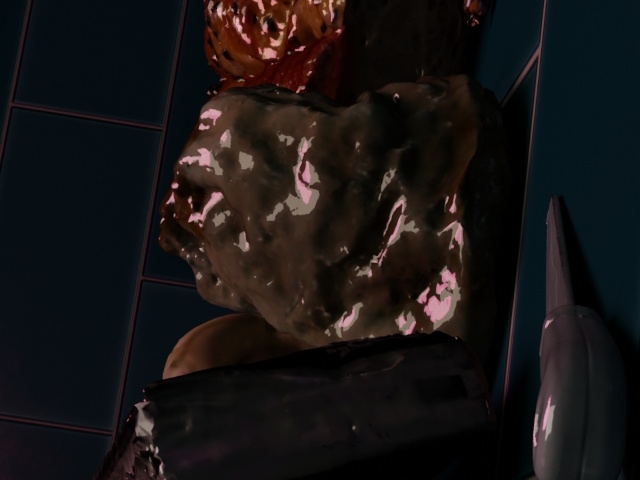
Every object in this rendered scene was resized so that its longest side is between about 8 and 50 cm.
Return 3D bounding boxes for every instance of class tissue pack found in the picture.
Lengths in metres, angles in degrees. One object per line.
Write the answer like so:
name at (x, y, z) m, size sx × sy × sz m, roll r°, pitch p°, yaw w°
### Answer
tissue pack at (-0.032, 0.170, 1.196) m, size 0.332 × 0.245 × 0.123 m, roll 125°, pitch 132°, yaw -65°

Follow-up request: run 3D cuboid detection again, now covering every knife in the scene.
knife at (0.137, 0.054, 0.941) m, size 0.331 × 0.044 × 0.080 m, roll -75°, pitch -12°, yaw -72°

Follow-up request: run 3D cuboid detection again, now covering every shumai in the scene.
shumai at (0.000, 0.000, 1.331) m, size 0.304 × 0.263 × 0.309 m, roll -84°, pitch 4°, yaw -51°

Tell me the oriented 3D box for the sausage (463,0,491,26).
sausage at (0.151, -0.285, 1.473) m, size 0.025 × 0.028 × 0.198 m, roll 19°, pitch 101°, yaw 58°

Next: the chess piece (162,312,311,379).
chess piece at (-0.062, 0.292, 1.541) m, size 0.234 × 0.234 × 0.442 m, roll -88°, pitch 2°, yaw -58°

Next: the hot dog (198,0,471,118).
hot dog at (-0.020, -0.145, 1.684) m, size 0.365 × 0.196 × 0.367 m, roll -150°, pitch 68°, yaw -66°
